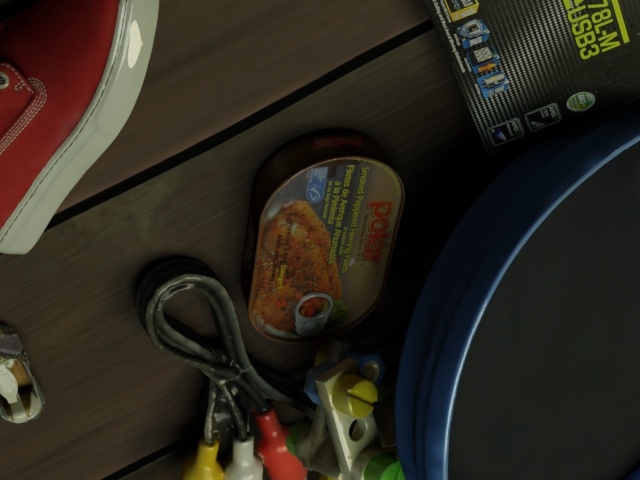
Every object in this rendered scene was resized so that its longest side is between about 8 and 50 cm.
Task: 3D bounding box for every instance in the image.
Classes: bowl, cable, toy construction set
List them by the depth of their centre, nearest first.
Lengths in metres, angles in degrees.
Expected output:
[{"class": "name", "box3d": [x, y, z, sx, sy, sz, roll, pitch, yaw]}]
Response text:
[{"class": "bowl", "box3d": [0.216, 0.080, 1.177, 0.391, 0.077, 0.391, -18, 121, -32]}, {"class": "cable", "box3d": [-0.059, 0.122, 1.218, 0.140, 0.072, 0.287, -18, 139, -12]}, {"class": "toy construction set", "box3d": [0.048, 0.236, 1.249, 0.215, 0.151, 0.327, -2, 114, -41]}]

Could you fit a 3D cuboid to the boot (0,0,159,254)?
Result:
[{"class": "boot", "box3d": [-0.211, -0.092, 0.916, 0.176, 0.088, 0.244, 13, 132, -32]}]

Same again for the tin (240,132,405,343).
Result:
[{"class": "tin", "box3d": [0.000, 0.000, 1.141, 0.106, 0.040, 0.189, -4, 136, -14]}]

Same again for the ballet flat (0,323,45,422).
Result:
[{"class": "ballet flat", "box3d": [-0.225, 0.109, 1.157, 0.041, 0.041, 0.114, -16, 139, -7]}]

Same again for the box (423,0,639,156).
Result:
[{"class": "box", "box3d": [0.165, -0.157, 1.024, 0.184, 0.045, 0.190, -19, 138, 9]}]

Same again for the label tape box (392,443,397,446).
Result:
[{"class": "label tape box", "box3d": [0.196, 0.241, 1.427, 0.249, 0.115, 0.347, -22, 141, 0]}]
